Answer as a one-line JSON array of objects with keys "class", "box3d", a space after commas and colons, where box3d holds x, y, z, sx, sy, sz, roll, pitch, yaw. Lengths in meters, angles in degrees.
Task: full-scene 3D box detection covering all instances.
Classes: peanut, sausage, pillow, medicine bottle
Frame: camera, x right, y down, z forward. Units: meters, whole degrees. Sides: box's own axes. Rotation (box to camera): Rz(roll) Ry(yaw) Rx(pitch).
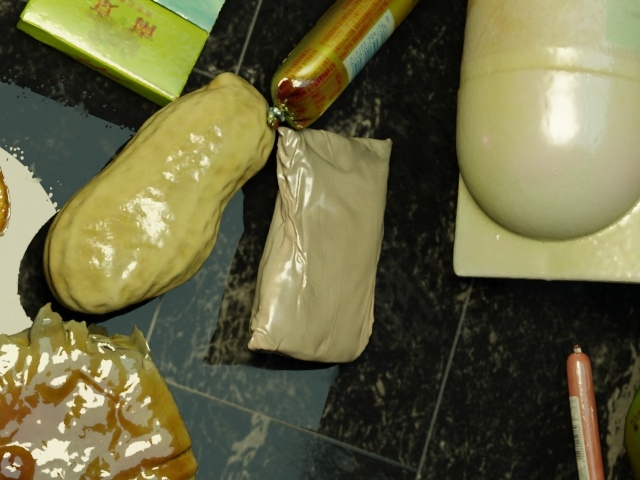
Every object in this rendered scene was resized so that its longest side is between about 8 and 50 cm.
[{"class": "peanut", "box3d": [-0.159, -0.041, 1.689, 0.147, 0.147, 0.319, 44, 63, -8]}, {"class": "sausage", "box3d": [0.048, -0.241, 1.786, 0.082, 0.082, 0.371, 43, 59, -8]}, {"class": "pillow", "box3d": [0.000, 0.000, 1.754, 0.173, 0.067, 0.270, 17, 74, -40]}, {"class": "medicine bottle", "box3d": [0.268, -0.155, 1.801, 0.236, 0.236, 0.406, 9, 80, -18]}, {"class": "sausage", "box3d": [0.303, 0.229, 1.857, 0.029, 0.029, 0.223, -3, 82, -20]}]

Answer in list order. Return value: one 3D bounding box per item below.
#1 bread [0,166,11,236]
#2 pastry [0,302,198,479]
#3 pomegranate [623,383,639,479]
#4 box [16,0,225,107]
[{"class": "bread", "box3d": [-0.395, -0.101, 1.611, 0.129, 0.134, 0.260, -22, 84, -11]}, {"class": "pastry", "box3d": [-0.270, 0.235, 1.592, 0.330, 0.136, 0.329, 2, 84, -18]}, {"class": "pomegranate", "box3d": [0.474, 0.242, 1.826, 0.236, 0.236, 0.302, -50, 120, -20]}, {"class": "box", "box3d": [-0.173, -0.330, 1.776, 0.187, 0.047, 0.335, 28, 73, -14]}]
